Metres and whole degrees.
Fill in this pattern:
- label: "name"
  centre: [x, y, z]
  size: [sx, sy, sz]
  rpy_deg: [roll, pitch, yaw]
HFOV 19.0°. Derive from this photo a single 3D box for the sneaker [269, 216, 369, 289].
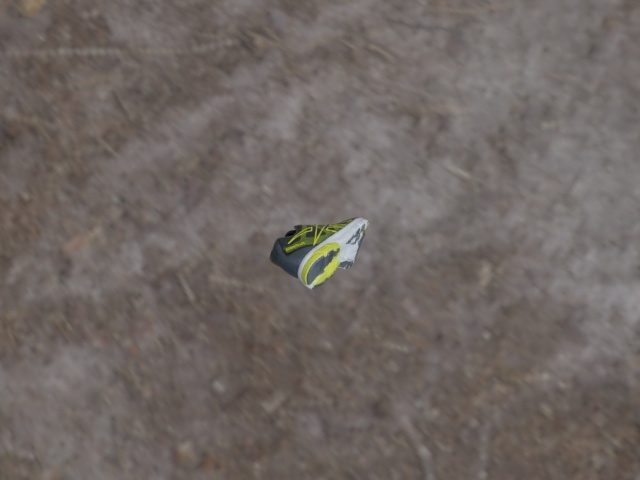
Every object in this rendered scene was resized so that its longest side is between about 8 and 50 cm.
- label: "sneaker"
  centre: [0.000, 0.000, 1.086]
  size: [0.035, 0.083, 0.031]
  rpy_deg: [27, 113, 16]
